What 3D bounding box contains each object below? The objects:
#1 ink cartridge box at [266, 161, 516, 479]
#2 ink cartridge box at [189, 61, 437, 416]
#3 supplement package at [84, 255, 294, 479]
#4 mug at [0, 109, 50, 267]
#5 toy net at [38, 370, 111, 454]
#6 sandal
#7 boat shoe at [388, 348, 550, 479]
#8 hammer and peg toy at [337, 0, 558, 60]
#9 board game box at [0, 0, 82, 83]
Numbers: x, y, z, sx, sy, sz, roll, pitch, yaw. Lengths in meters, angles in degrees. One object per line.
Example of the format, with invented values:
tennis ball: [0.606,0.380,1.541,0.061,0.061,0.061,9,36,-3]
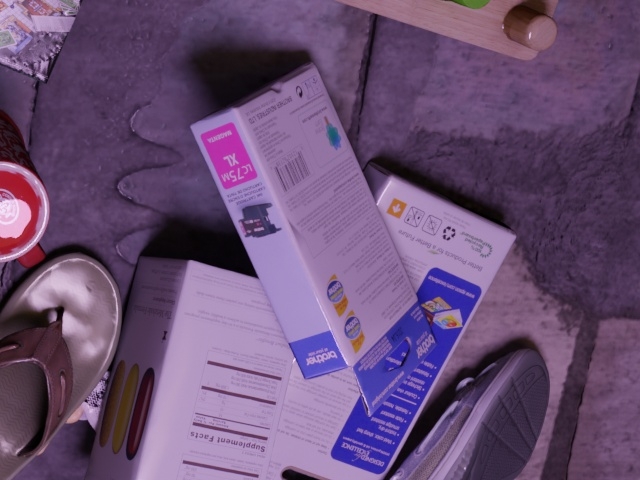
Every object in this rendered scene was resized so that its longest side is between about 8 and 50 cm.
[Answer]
ink cartridge box: [0.047,0.116,1.604,0.175,0.069,0.371,24,96,-29]
ink cartridge box: [0.000,0.000,1.432,0.065,0.186,0.311,-22,98,29]
supplement package: [-0.123,0.149,1.465,0.134,0.139,0.244,16,83,-27]
mug: [-0.287,-0.043,1.344,0.150,0.169,0.113,28,96,-28]
toy net: [-0.286,0.154,1.495,0.232,0.045,0.122,-4,85,-24]
sandal: [-0.282,0.147,1.424,0.120,0.086,0.303,38,70,-15]
boat shoe: [0.141,0.242,1.651,0.320,0.103,0.118,-54,135,-21]
hammer and peg toy: [0.100,-0.339,1.421,0.361,0.127,0.266,14,103,-27]
board game box: [-0.335,-0.247,1.330,0.259,0.030,0.136,21,102,-28]
